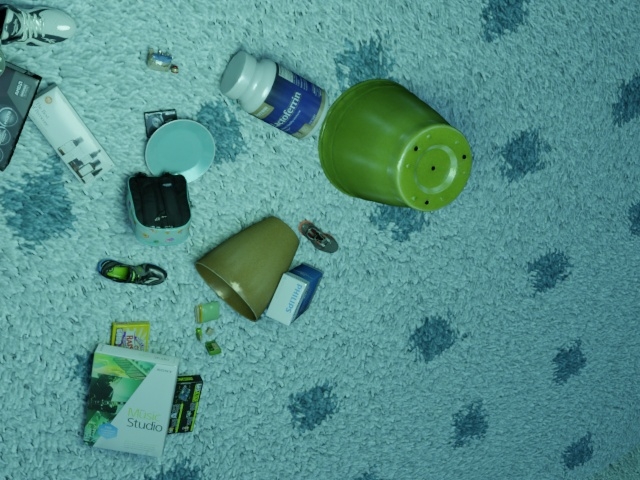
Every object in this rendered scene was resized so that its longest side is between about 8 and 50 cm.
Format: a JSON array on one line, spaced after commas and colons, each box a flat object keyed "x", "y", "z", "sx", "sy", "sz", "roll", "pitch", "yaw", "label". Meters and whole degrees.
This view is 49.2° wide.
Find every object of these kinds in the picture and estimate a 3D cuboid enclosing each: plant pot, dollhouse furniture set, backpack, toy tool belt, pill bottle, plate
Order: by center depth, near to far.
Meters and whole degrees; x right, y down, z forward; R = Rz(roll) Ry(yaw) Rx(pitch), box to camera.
[{"x": -0.393, "y": -0.451, "z": 1.753, "sx": 0.083, "sy": 0.052, "sz": 0.051, "roll": 4, "pitch": 117, "yaw": -28, "label": "toy tool belt"}, {"x": -0.419, "y": -0.070, "z": 1.813, "sx": 0.165, "sy": 0.188, "sz": 0.144, "roll": -2, "pitch": 136, "yaw": -26, "label": "backpack"}, {"x": -0.373, "y": -0.236, "z": 1.852, "sx": 0.188, "sy": 0.024, "sz": 0.188, "roll": -14, "pitch": 127, "yaw": -20, "label": "plate"}, {"x": -0.121, "y": -0.386, "z": 1.853, "sx": 0.264, "sy": 0.153, "sz": 0.153, "roll": 23, "pitch": 99, "yaw": -30, "label": "pill bottle"}, {"x": 0.232, "y": -0.242, "z": 1.965, "sx": 0.366, "sy": 0.353, "sz": 0.367, "roll": -10, "pitch": 115, "yaw": -23, "label": "plant pot"}, {"x": -0.184, "y": 0.057, "z": 1.977, "sx": 0.254, "sy": 0.237, "sz": 0.237, "roll": -48, "pitch": 123, "yaw": -18, "label": "plant pot"}, {"x": -0.327, "y": 0.261, "z": 2.068, "sx": 0.076, "sy": 0.058, "sz": 0.152, "roll": -9, "pitch": 114, "yaw": -23, "label": "dollhouse furniture set"}]

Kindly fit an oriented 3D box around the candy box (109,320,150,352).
[{"x": -0.553, "y": 0.329, "z": 2.004, "sx": 0.105, "sy": 0.027, "sz": 0.206, "roll": 0, "pitch": 111, "yaw": -29, "label": "candy box"}]

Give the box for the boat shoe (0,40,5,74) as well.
[{"x": -0.803, "y": -0.329, "z": 1.446, "sx": 0.320, "sy": 0.103, "sz": 0.118, "roll": -31, "pitch": 132, "yaw": 1, "label": "boat shoe"}]

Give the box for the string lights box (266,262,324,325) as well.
[{"x": -0.069, "y": 0.152, "z": 2.039, "sx": 0.076, "sy": 0.259, "sz": 0.133, "roll": 25, "pitch": 99, "yaw": 8, "label": "string lights box"}]

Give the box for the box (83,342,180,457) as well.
[{"x": -0.539, "y": 0.459, "z": 1.987, "sx": 0.232, "sy": 0.058, "sz": 0.322, "roll": 11, "pitch": 110, "yaw": -6, "label": "box"}]

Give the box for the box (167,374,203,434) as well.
[{"x": -0.458, "y": 0.497, "z": 2.096, "sx": 0.184, "sy": 0.045, "sz": 0.191, "roll": 0, "pitch": 115, "yaw": -32, "label": "box"}]

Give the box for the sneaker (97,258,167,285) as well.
[{"x": -0.509, "y": 0.096, "z": 1.901, "sx": 0.188, "sy": 0.078, "sz": 0.067, "roll": 11, "pitch": 105, "yaw": -30, "label": "sneaker"}]

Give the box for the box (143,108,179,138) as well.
[{"x": -0.415, "y": -0.305, "z": 1.820, "sx": 0.083, "sy": 0.018, "sz": 0.067, "roll": -10, "pitch": 115, "yaw": -22, "label": "box"}]

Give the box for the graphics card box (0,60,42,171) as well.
[{"x": -0.835, "y": -0.329, "z": 1.531, "sx": 0.370, "sy": 0.094, "sz": 0.233, "roll": 23, "pitch": 99, "yaw": -23, "label": "graphics card box"}]

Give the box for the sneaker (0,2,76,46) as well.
[{"x": -0.661, "y": -0.475, "z": 1.552, "sx": 0.234, "sy": 0.153, "sz": 0.094, "roll": 3, "pitch": 110, "yaw": -27, "label": "sneaker"}]

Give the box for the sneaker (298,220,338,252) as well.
[{"x": 0.000, "y": 0.000, "z": 2.119, "sx": 0.158, "sy": 0.065, "sz": 0.061, "roll": 32, "pitch": 94, "yaw": -32, "label": "sneaker"}]

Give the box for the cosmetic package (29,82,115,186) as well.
[{"x": -0.616, "y": -0.258, "z": 1.717, "sx": 0.099, "sy": 0.060, "sz": 0.239, "roll": -37, "pitch": 121, "yaw": -10, "label": "cosmetic package"}]
